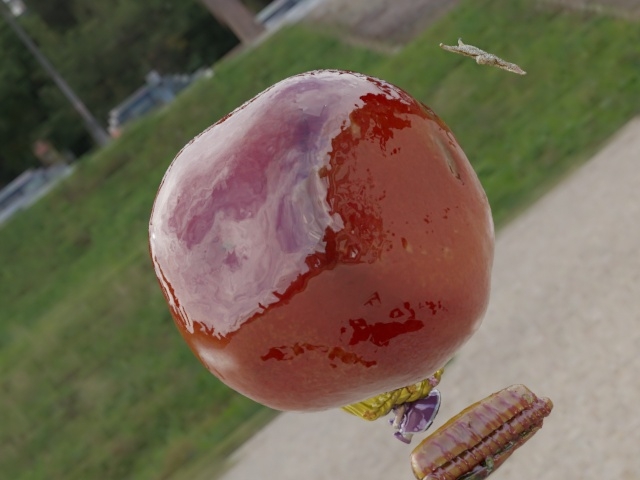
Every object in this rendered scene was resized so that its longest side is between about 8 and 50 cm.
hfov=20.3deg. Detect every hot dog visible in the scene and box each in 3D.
[{"bbox_3d":[0.144,0.176,1.584,0.144,0.062,0.038,-30,7,-18],"label":"hot dog"}]

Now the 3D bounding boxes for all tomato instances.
[{"bbox_3d":[0.000,0.000,1.752,0.293,0.325,0.289,-19,-13,32],"label":"tomato"}]

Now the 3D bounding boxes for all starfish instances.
[{"bbox_3d":[0.159,-0.170,1.687,0.016,0.086,0.092,-66,-18,8],"label":"starfish"}]

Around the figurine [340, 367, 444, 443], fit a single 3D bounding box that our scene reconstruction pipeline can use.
[{"bbox_3d":[0.070,0.153,2.059,0.115,0.156,0.095,-58,20,7],"label":"figurine"}]
